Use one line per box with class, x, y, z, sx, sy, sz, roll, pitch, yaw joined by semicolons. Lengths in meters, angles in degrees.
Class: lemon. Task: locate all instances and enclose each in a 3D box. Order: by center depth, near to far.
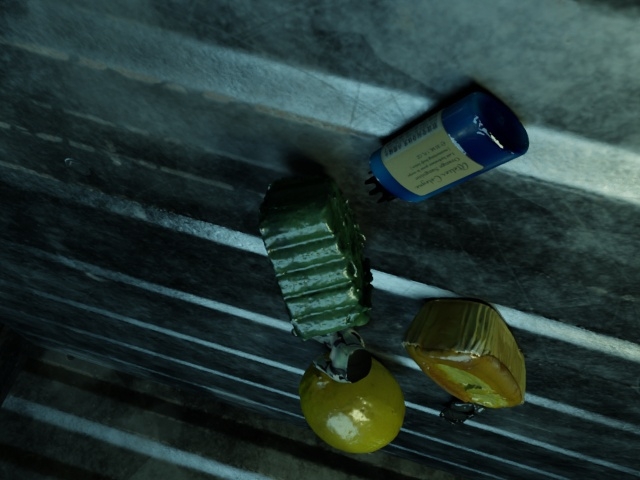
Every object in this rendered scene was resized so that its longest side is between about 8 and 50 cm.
lemon;0.076;0.383;1.247;0.236;0.236;0.263;-20;103;50

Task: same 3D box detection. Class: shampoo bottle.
shampoo bottle;0.119;-0.087;0.554;0.087;0.050;0.183;28;151;-25

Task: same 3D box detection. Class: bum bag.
bum bag;0.382;0.469;1.415;0.087;0.049;0.198;11;151;3

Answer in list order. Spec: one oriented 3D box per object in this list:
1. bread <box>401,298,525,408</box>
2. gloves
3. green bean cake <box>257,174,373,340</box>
bread;0.271;0.213;0.944;0.152;0.119;0.288;0;148;37
gloves;0.024;0.223;1.124;0.212;0.111;0.128;37;159;58
green bean cake;0.000;0.000;0.702;0.107;0.193;0.208;-12;120;15
